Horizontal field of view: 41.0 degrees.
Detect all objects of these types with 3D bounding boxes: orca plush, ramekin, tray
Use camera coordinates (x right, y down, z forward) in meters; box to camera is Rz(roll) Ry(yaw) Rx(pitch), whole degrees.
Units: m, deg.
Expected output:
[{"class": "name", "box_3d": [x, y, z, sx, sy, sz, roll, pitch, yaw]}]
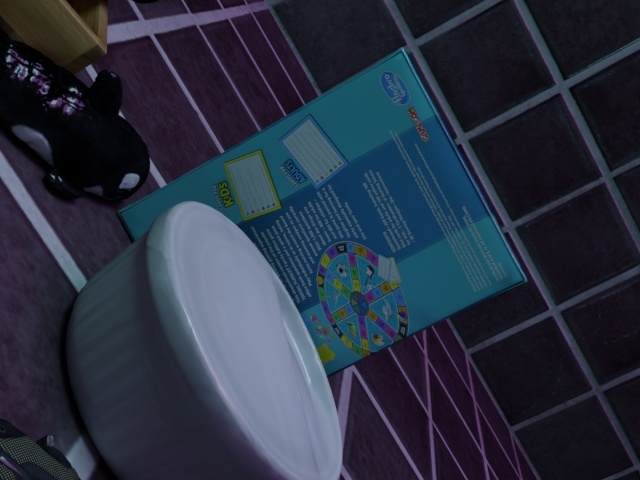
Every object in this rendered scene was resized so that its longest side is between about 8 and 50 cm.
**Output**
[{"class": "orca plush", "box_3d": [-0.235, -0.146, 0.792, 0.287, 0.102, 0.151, 53, 15, -34]}, {"class": "ramekin", "box_3d": [-0.099, 0.113, 0.734, 0.273, 0.127, 0.273, 56, 14, -21]}, {"class": "tray", "box_3d": [-0.330, -0.369, 0.960, 0.203, 0.076, 0.411, 50, 16, -41]}]

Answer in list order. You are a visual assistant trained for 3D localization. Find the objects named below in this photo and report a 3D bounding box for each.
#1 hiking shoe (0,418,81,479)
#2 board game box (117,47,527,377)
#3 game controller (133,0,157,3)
[{"class": "hiking shoe", "box_3d": [-0.196, 0.141, 0.441, 0.114, 0.086, 0.227, 53, 2, 23]}, {"class": "board game box", "box_3d": [0.000, 0.000, 0.881, 0.254, 0.336, 0.079, 62, 13, -1]}, {"class": "game controller", "box_3d": [-0.274, -0.412, 0.951, 0.319, 0.067, 0.166, 62, 13, -4]}]
